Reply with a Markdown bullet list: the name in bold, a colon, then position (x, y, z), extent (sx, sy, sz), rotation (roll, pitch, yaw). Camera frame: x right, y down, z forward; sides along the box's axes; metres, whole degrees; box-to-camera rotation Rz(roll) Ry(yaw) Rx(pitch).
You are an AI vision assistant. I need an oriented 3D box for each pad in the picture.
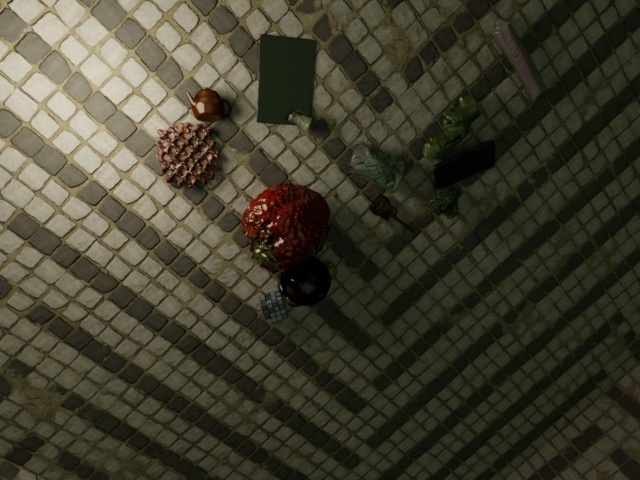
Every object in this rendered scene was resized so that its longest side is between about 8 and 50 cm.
- **pad**: position (-0.125, -0.572, 1.573), extent (0.202, 0.005, 0.299), rotation (0, 109, -13)

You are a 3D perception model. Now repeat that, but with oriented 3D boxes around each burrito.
- **burrito**: position (0.219, -0.288, 1.709), extent (0.229, 0.089, 0.143), rotation (18, 101, -20)

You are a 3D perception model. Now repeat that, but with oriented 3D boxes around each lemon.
- **lemon**: position (0.039, 0.129, 1.823), extent (0.062, 0.062, 0.083), rotation (0, 111, -13)

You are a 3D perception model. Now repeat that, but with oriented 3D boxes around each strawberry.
- **strawberry**: position (-0.111, -0.063, 1.626), extent (0.351, 0.267, 0.312), rotation (-30, 125, -24)

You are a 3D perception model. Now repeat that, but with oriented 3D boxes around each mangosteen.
- **mangosteen**: position (-0.075, 0.179, 1.751), extent (0.211, 0.211, 0.250), rotation (20, 132, -19)

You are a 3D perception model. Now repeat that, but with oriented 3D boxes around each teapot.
- **teapot**: position (-0.076, -0.446, 1.599), extent (0.083, 0.057, 0.067), rotation (22, 65, -16)
- **teapot**: position (-0.383, -0.473, 1.501), extent (0.173, 0.116, 0.116), rotation (-1, 111, -41)

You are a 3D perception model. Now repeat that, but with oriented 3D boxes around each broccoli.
- **broccoli**: position (0.513, -0.160, 1.794), extent (0.146, 0.162, 0.138), rotation (-28, 100, 26)

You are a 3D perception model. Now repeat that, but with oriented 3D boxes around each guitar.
- **guitar**: position (0.309, -0.100, 1.826), extent (0.233, 0.025, 0.088), rotation (35, 98, -22)

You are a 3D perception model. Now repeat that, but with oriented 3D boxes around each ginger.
- **ginger**: position (0.519, -0.441, 1.727), extent (0.137, 0.089, 0.290), rotation (20, 109, -37)

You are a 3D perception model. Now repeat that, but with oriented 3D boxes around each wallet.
- **wallet**: position (0.592, -0.308, 1.795), extent (0.285, 0.030, 0.146), rotation (-25, 134, -5)

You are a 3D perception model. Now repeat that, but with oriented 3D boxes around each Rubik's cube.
- **Rubik's cube**: position (-0.194, 0.275, 1.802), extent (0.092, 0.092, 0.092), rotation (-17, 112, -7)

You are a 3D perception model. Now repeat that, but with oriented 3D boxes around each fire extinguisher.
- **fire extinguisher**: position (0.000, 0.000, 1.776), extent (0.039, 0.056, 0.132), rotation (21, 101, 8)

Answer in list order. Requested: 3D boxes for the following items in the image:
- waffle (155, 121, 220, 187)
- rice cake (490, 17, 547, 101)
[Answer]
- **waffle**: position (-0.474, -0.303, 1.560), extent (0.221, 0.055, 0.234), rotation (-8, 105, -9)
- **rice cake**: position (0.785, -0.706, 1.711), extent (0.073, 0.056, 0.365), rotation (-43, 113, 2)
